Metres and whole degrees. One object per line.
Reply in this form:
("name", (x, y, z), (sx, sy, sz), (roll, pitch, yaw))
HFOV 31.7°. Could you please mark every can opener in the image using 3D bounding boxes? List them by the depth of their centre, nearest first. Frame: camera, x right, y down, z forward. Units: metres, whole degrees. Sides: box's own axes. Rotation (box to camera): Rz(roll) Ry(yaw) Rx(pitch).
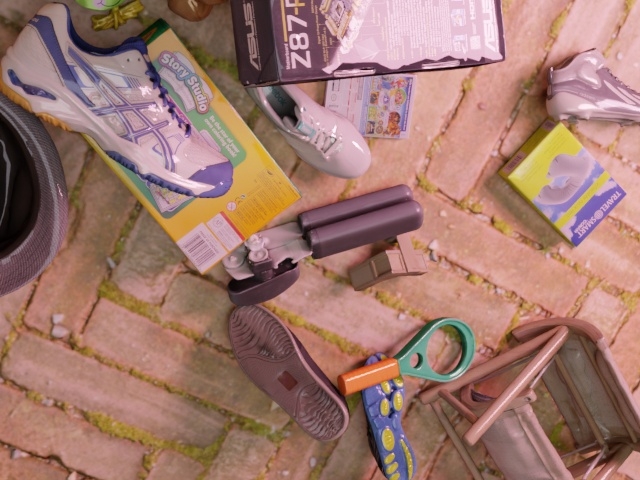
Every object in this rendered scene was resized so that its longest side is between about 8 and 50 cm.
("can opener", (0.000, 0.000, 1.506), (0.280, 0.074, 0.093), (-20, 136, -7))

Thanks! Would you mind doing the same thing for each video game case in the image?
("video game case", (0.064, -0.180, 1.489), (0.122, 0.011, 0.087), (2, 107, -16))

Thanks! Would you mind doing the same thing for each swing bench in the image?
("swing bench", (0.326, 0.273, 1.633), (0.254, 0.165, 0.253), (-34, 113, -8))

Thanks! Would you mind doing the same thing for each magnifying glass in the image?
("magnifying glass", (0.124, 0.170, 1.573), (0.231, 0.026, 0.092), (-14, 101, -29))

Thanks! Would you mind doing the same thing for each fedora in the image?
("fedora", (-0.428, -0.070, 1.330), (0.243, 0.124, 0.275), (-29, 104, -7))

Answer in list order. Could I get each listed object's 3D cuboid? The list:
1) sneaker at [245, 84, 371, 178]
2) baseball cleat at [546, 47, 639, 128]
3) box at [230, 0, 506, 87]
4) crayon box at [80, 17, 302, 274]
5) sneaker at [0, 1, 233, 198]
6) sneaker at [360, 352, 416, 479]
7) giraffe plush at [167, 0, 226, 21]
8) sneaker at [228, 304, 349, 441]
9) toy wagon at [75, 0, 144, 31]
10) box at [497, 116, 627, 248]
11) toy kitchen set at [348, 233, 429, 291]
("sneaker", (-0.018, -0.144, 1.426), (0.212, 0.094, 0.080), (40, 100, -18))
("baseball cleat", (0.400, -0.207, 1.539), (0.206, 0.072, 0.109), (-1, 88, -28))
("box", (0.046, -0.377, 1.240), (0.318, 0.097, 0.395), (-12, 99, -33))
("crayon box", (-0.172, -0.115, 1.408), (0.165, 0.081, 0.278), (-38, 113, -1))
("sneaker", (-0.211, -0.157, 1.280), (0.296, 0.112, 0.131), (30, 98, -21))
("sneaker", (0.087, 0.254, 1.607), (0.067, 0.078, 0.188), (-13, 96, -22))
("giraffe plush", (-0.077, -0.358, 1.331), (0.170, 0.181, 0.210), (9, 71, -28))
("sneaker", (-0.044, 0.181, 1.550), (0.083, 0.118, 0.222), (-38, 84, 2))
("toy wagon", (-0.294, -0.402, 1.287), (0.267, 0.068, 0.344), (-25, 112, -6))
("box", (0.347, -0.074, 1.584), (0.178, 0.042, 0.109), (41, 94, -22))
("toy kitchen set", (0.090, 0.025, 1.558), (0.083, 0.075, 0.068), (0, 68, -48))
